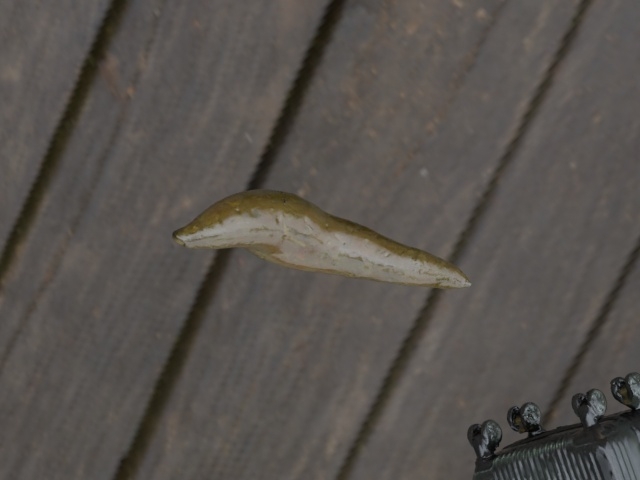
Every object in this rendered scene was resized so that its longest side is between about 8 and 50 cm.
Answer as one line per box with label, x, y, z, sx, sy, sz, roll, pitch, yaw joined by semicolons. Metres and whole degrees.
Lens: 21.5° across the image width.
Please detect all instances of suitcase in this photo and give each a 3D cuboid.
suitcase;0.282;0.302;1.667;0.128;0.312;0.202;-14;173;-45

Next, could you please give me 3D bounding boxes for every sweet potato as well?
sweet potato;0.001;0.000;1.330;0.249;0.069;0.059;14;102;-23
